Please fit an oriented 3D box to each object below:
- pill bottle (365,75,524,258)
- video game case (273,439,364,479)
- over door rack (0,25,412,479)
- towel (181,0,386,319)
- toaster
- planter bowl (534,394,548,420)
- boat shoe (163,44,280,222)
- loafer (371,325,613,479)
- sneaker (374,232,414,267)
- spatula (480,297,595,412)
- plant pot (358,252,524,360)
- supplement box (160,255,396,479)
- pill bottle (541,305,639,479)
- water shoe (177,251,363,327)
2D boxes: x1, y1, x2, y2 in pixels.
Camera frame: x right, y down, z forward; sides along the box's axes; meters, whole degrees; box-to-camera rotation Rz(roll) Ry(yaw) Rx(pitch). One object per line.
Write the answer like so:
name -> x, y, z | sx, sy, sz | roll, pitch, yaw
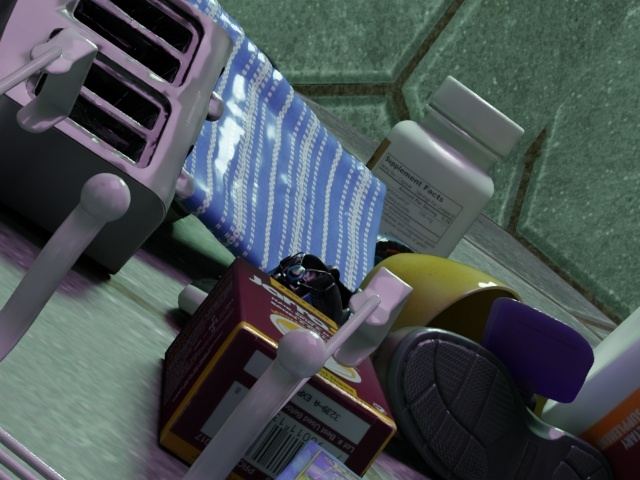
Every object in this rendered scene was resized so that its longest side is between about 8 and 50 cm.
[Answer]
pill bottle -> 0.109, -0.055, 2.055 | 0.131, 0.229, 0.131 | 36, 7, -5
video game case -> 0.057, 0.201, 0.835 | 0.244, 0.061, 0.269 | 38, 7, 5
over door rack -> -0.099, 0.001, 0.889 | 0.239, 0.108, 0.324 | 38, 27, 7
towel -> -0.051, -0.073, 1.546 | 0.336, 0.040, 0.243 | 47, 29, -30
toaster -> -0.162, -0.099, 1.287 | 0.186, 0.110, 0.168 | 34, 48, -18
planter bowl -> 0.210, 0.140, 1.829 | 0.217, 0.090, 0.217 | 35, 8, -6
boat shoe -> -0.134, -0.125, 1.685 | 0.187, 0.156, 0.500 | 38, 9, 4
loafer -> 0.115, 0.145, 1.446 | 0.084, 0.096, 0.267 | 14, -20, 50
sneaker -> 0.000, 0.000, 1.868 | 0.087, 0.083, 0.221 | 25, -8, 42
spatula -> 0.158, 0.120, 1.508 | 0.084, 0.030, 0.296 | 25, -20, 9
plant pot -> 0.081, 0.063, 1.522 | 0.095, 0.134, 0.134 | 45, 11, 36
supplement box -> -0.028, 0.085, 1.104 | 0.104, 0.081, 0.188 | 35, 7, -9
pill bottle -> 0.386, 0.213, 1.555 | 0.392, 0.224, 0.224 | 46, 8, 3
water shoe -> -0.034, 0.039, 1.373 | 0.073, 0.080, 0.203 | 38, 7, 20
